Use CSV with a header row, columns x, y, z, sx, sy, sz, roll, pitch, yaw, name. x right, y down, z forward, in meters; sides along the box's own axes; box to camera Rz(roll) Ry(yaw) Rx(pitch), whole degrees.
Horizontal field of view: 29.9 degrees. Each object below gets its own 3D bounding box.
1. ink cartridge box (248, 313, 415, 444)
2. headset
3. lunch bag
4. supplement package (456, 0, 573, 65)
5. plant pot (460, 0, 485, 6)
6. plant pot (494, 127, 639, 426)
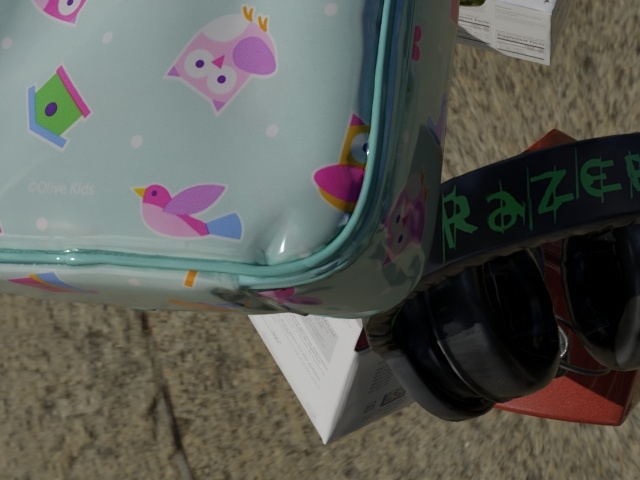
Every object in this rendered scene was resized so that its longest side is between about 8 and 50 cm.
x,y,z,sx,sy,sz,roll,pitch,yaw,name
0.000,0.000,1.198,0.130,0.272,0.309,-22,64,-22,ink cartridge box
0.150,0.012,0.800,0.243,0.394,0.185,-14,68,6,headset
-0.082,-0.083,0.541,0.279,0.108,0.224,4,79,20,lunch bag
0.249,-0.410,1.794,0.262,0.145,0.204,17,72,15,supplement package
-0.040,-0.163,0.805,0.228,0.227,0.207,33,90,-26,plant pot
0.303,0.062,1.426,0.236,0.267,0.267,24,127,26,plant pot
